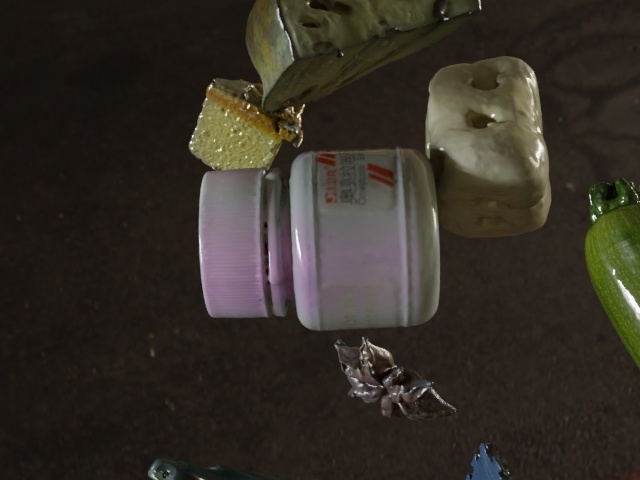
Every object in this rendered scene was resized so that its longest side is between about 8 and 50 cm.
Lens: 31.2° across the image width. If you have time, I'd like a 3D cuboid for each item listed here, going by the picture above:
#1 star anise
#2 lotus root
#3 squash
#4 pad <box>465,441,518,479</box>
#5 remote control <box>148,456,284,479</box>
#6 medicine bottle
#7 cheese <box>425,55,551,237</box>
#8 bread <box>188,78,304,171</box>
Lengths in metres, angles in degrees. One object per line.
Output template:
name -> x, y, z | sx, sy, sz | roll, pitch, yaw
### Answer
star anise -> 0.100, 0.211, 1.677 | 0.182, 0.195, 0.065 | 7, 48, 45
lotus root -> 0.022, -0.278, 1.471 | 0.267, 0.260, 0.149 | -18, 87, -22
squash -> 0.205, 0.070, 0.593 | 0.069, 0.069, 0.258 | -20, 64, -20
pad -> 0.141, 0.313, 0.765 | 0.012, 0.269, 0.269 | -7, 40, -21
remote control -> -0.096, 0.265, 1.223 | 0.072, 0.222, 0.042 | 15, 82, 37
medicine bottle -> 0.000, 0.000, 1.528 | 0.302, 0.241, 0.241 | -3, 39, 1
cheese -> 0.234, -0.090, 1.584 | 0.174, 0.247, 0.251 | -9, 33, 6
bread -> -0.106, -0.170, 1.668 | 0.152, 0.147, 0.127 | 23, 40, -11
